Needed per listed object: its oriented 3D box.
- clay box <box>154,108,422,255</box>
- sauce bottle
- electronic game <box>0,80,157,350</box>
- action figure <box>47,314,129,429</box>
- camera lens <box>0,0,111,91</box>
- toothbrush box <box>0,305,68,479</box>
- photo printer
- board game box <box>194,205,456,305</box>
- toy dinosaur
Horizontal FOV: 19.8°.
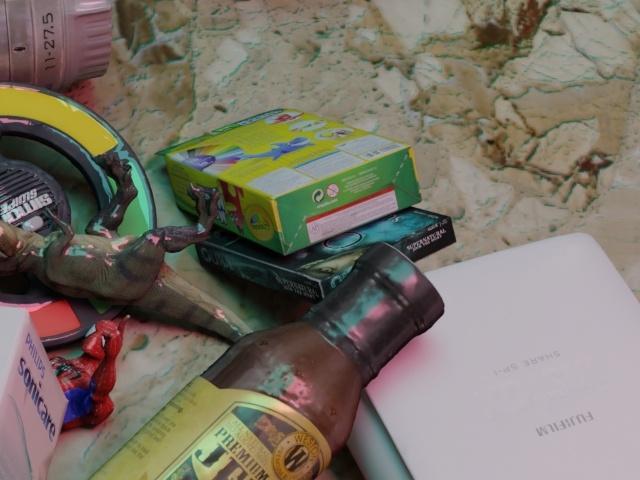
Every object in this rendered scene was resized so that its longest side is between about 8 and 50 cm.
[{"bbox_3d":[-0.032,-0.053,1.470,0.127,0.053,0.222,-21,21,-23],"label":"clay box"},{"bbox_3d":[-0.058,0.138,1.247,0.111,0.111,0.344,40,77,24],"label":"sauce bottle"},{"bbox_3d":[-0.239,-0.021,1.429,0.229,0.048,0.229,9,63,-18],"label":"electronic game"},{"bbox_3d":[-0.226,0.128,1.289,0.091,0.139,0.280,29,50,16],"label":"action figure"},{"bbox_3d":[-0.325,-0.216,1.510,0.274,0.219,0.219,-9,51,-15],"label":"camera lens"},{"bbox_3d":[-0.305,0.183,1.141,0.216,0.126,0.295,4,57,10],"label":"toothbrush box"},{"bbox_3d":[0.158,0.152,1.332,0.256,0.107,0.307,-15,53,-19],"label":"photo printer"},{"bbox_3d":[0.000,0.000,1.430,0.126,0.026,0.186,-26,23,-28],"label":"board game box"},{"bbox_3d":[-0.141,0.004,1.401,0.268,0.064,0.118,21,80,-16],"label":"toy dinosaur"}]
